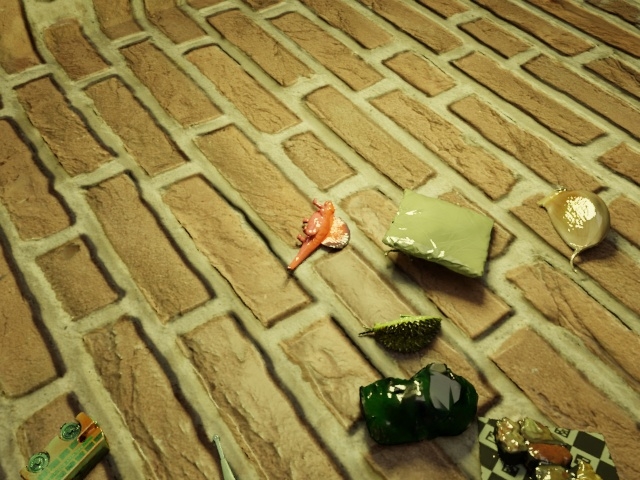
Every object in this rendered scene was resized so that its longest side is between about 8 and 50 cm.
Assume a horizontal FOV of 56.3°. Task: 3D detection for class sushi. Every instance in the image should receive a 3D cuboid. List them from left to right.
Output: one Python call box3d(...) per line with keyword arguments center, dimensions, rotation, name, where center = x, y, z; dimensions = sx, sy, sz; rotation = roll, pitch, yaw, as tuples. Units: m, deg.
box3d(center=(0.468, 0.460, 1.192), dimensions=(0.293, 0.059, 0.292), rotation=(7, 32, 5), name="sushi")

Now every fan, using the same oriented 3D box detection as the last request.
box3d(center=(-0.189, 0.491, 1.241), dimensions=(0.038, 0.016, 0.193), rotation=(-15, 52, -17), name="fan")

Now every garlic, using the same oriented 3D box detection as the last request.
box3d(center=(0.736, -0.040, 1.665), dimensions=(0.128, 0.148, 0.267), rotation=(27, 38, -26), name="garlic")

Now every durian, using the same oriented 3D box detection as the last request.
box3d(center=(0.205, 0.221, 1.457), dimensions=(0.215, 0.086, 0.100), rotation=(-7, 16, -11), name="durian")

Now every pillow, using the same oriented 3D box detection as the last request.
box3d(center=(0.326, -0.020, 1.631), dimensions=(0.274, 0.076, 0.281), rotation=(19, 39, 9), name="pillow")

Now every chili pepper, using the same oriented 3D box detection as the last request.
box3d(center=(0.223, 0.355, 1.296), dimensions=(0.264, 0.116, 0.148), rotation=(-4, 52, -3), name="chili pepper")

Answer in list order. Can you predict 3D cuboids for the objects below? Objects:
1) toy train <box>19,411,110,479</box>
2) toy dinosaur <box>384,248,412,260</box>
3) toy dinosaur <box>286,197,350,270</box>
box3d(center=(-0.525, 0.453, 1.234), dimensions=(0.099, 0.072, 0.188), rotation=(31, 55, 16), name="toy train")
box3d(center=(0.260, 0.030, 1.626), dimensions=(0.180, 0.037, 0.058), rotation=(-5, 39, -31), name="toy dinosaur")
box3d(center=(0.008, 0.001, 1.651), dimensions=(0.138, 0.070, 0.286), rotation=(26, 52, -8), name="toy dinosaur")
